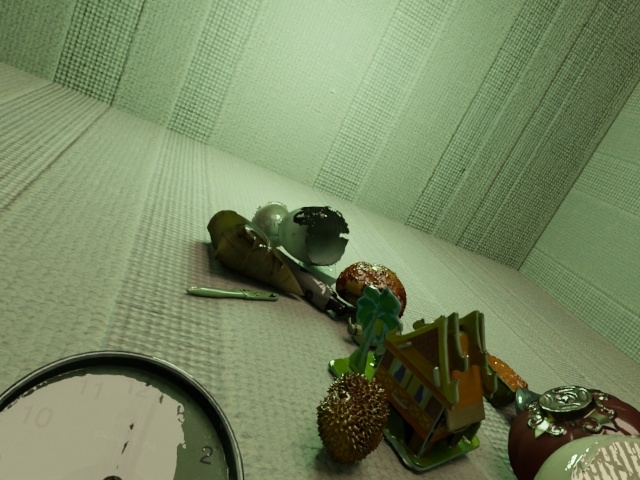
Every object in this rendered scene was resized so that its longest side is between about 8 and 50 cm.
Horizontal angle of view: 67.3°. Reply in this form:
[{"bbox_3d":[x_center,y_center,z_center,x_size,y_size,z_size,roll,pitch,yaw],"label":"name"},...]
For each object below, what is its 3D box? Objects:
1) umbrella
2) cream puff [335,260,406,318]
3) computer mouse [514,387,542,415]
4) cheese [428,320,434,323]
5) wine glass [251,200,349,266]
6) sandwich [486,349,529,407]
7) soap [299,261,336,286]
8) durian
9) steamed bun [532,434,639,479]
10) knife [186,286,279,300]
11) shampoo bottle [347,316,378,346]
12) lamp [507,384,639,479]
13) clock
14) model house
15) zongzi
[{"bbox_3d":[-0.054,0.124,1.470,0.337,0.073,0.067,35,13,25],"label":"umbrella"},{"bbox_3d":[0.161,0.154,1.470,0.239,0.164,0.240,34,-2,1],"label":"cream puff"},{"bbox_3d":[0.659,0.511,1.357,0.379,0.090,0.167,21,15,-38],"label":"computer mouse"},{"bbox_3d":[0.287,0.329,1.313,0.176,0.203,0.128,-8,28,-7],"label":"cheese"},{"bbox_3d":[-0.069,-0.027,1.566,0.190,0.191,0.356,13,-2,-38],"label":"wine glass"},{"bbox_3d":[0.529,0.416,1.459,0.159,0.079,0.235,23,17,-25],"label":"sandwich"},{"bbox_3d":[-0.010,0.097,1.633,0.118,0.067,0.198,26,16,-9],"label":"soap"},{"bbox_3d":[0.060,0.322,0.874,0.136,0.168,0.158,22,49,40],"label":"durian"},{"bbox_3d":[0.490,0.510,0.751,0.373,0.242,0.375,5,50,-6],"label":"steamed bun"},{"bbox_3d":[-0.223,0.138,1.264,0.292,0.020,0.043,12,20,-43],"label":"knife"},{"bbox_3d":[0.142,0.257,1.347,0.161,0.079,0.079,14,20,-35],"label":"shampoo bottle"},{"bbox_3d":[0.565,0.457,1.042,0.302,0.257,0.303,-17,5,2],"label":"lamp"},{"bbox_3d":[-0.235,0.274,0.536,0.318,0.066,0.319,25,38,-21],"label":"clock"},{"bbox_3d":[0.227,0.248,1.069,0.242,0.313,0.357,5,25,-38],"label":"model house"},{"bbox_3d":[-0.197,0.042,1.457,0.300,0.145,0.274,39,2,-28],"label":"zongzi"}]
